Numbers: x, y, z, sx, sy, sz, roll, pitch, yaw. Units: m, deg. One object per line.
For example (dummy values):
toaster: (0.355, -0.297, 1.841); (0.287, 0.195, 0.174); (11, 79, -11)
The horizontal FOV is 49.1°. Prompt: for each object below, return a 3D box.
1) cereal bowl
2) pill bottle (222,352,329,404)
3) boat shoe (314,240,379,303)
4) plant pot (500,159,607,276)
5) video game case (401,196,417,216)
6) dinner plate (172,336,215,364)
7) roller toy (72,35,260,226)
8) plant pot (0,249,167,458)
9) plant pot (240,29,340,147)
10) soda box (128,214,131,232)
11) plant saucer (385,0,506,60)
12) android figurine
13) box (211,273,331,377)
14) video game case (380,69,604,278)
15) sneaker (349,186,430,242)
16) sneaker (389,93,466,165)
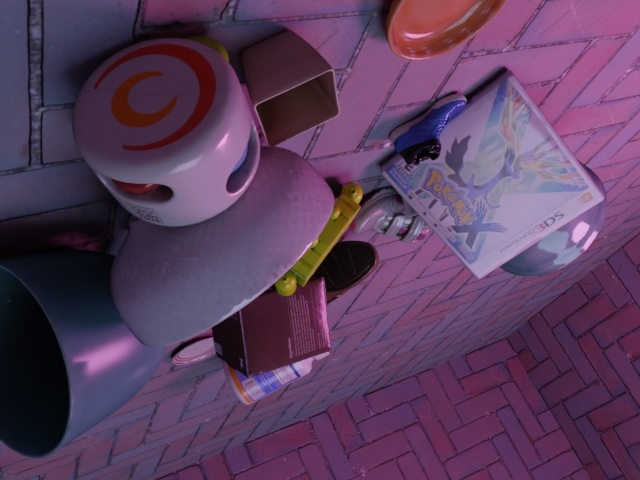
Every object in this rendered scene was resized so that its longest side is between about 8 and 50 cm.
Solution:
cereal bowl: (-0.155, -0.021, 0.959); (0.338, 0.141, 0.339); (-31, -159, 13)
pill bottle: (-0.118, 0.325, 1.928); (0.271, 0.152, 0.152); (-29, 158, 2)
boat shoe: (0.014, 0.086, 1.631); (0.307, 0.111, 0.104); (-27, 164, 26)
plant pot: (0.439, -0.096, 1.524); (0.293, 0.293, 0.196); (-37, 129, 23)
video game case: (0.219, -0.102, 1.463); (0.121, 0.087, 0.011); (-14, 179, -31)
dinner plate: (-0.311, 0.276, 1.776); (0.141, 0.017, 0.141); (-24, 157, -11)
roller toy: (-0.174, -0.119, 0.812); (0.209, 0.191, 0.146); (-27, 152, -5)
plant pot: (-0.378, 0.146, 1.079); (0.293, 0.293, 0.235); (-44, 166, 35)
plant pot: (-0.047, -0.205, 0.910); (0.108, 0.096, 0.109); (-26, 159, -4)
soda box: (-0.225, -0.024, 1.153); (0.168, 0.060, 0.053); (-15, 155, -28)
plant saucer: (0.174, -0.332, 0.964); (0.199, 0.037, 0.200); (-23, 157, -10)
android figurine: (0.000, 0.000, 1.319); (0.248, 0.056, 0.273); (-53, 176, -9)
box: (-0.108, 0.163, 1.477); (0.203, 0.167, 0.168); (-13, -165, -30)
video game case: (0.332, -0.112, 1.354); (0.300, 0.036, 0.329); (-36, 113, 21)
sneaker: (0.179, -0.050, 1.492); (0.252, 0.111, 0.103); (-16, 155, -26)
sneaker: (0.207, -0.191, 1.249); (0.152, 0.085, 0.058); (-30, 158, 6)
